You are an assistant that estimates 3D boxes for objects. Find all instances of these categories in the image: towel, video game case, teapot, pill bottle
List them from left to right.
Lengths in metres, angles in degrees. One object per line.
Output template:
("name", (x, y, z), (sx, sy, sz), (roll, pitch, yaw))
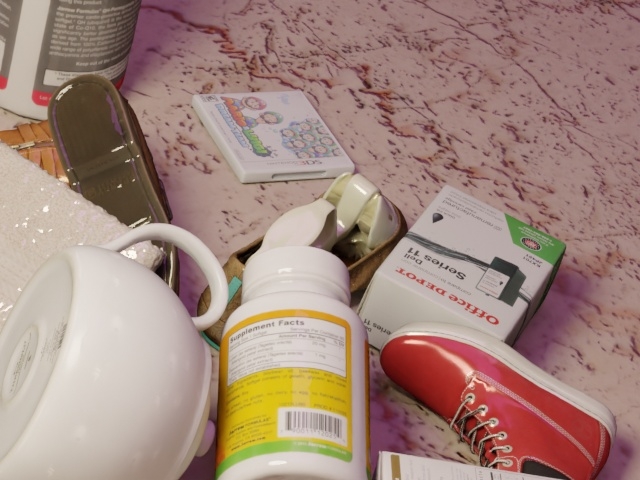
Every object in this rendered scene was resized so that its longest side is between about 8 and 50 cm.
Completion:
("towel", (-0.305, 0.011, 1.861), (0.282, 0.049, 0.187), (31, 75, 21))
("pill bottle", (-0.277, -0.304, 2.152), (0.176, 0.318, 0.176), (12, 35, -8))
("teapot", (-0.174, 0.133, 1.685), (0.187, 0.256, 0.252), (23, 14, -23))
("video game case", (-0.055, -0.121, 2.250), (0.143, 0.019, 0.157), (-5, 40, -27))
("pill bottle", (-0.023, 0.132, 1.758), (0.136, 0.136, 0.246), (8, 53, -11))

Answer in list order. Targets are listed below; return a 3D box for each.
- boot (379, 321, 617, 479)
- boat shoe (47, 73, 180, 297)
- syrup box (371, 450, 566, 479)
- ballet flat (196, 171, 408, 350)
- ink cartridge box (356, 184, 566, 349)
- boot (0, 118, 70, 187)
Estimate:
("boot", (0.151, 0.180, 1.863), (0.244, 0.088, 0.176), (26, 37, 8))
("boat shoe", (-0.188, -0.012, 1.933), (0.110, 0.104, 0.307), (-14, 68, 9))
("syrup box", (0.155, 0.266, 1.736), (0.236, 0.093, 0.096), (10, 36, -9))
("ballet flat", (0.000, 0.000, 2.013), (0.116, 0.124, 0.342), (37, 39, 20))
("ink cartridge box", (0.146, 0.049, 2.031), (0.153, 0.087, 0.208), (27, 37, 10))
("boot", (-0.255, -0.057, 2.051), (0.152, 0.073, 0.197), (-8, 43, -19))
